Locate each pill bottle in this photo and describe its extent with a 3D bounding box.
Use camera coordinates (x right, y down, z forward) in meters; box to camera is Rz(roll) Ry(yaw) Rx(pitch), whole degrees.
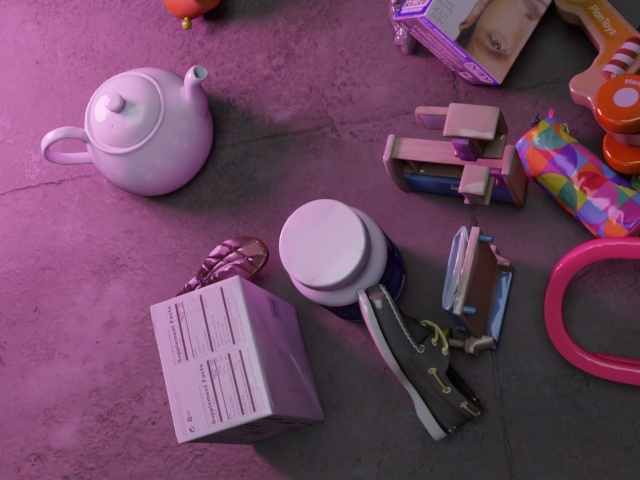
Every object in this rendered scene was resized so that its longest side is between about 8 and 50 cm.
[{"bbox_3d":[0.037,0.034,1.177,0.153,0.264,0.153,-4,75,15],"label":"pill bottle"}]

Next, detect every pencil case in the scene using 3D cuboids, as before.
[{"bbox_3d":[0.401,-0.093,1.193,0.104,0.104,0.236,-42,70,3],"label":"pencil case"}]

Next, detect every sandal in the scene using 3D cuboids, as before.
[{"bbox_3d":[-0.169,0.075,1.345,0.219,0.060,0.090,-47,62,16],"label":"sandal"}]

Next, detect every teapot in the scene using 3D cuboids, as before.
[{"bbox_3d":[-0.331,-0.208,1.392,0.252,0.187,0.256,25,85,21],"label":"teapot"}]

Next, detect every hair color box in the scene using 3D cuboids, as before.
[{"bbox_3d":[0.291,-0.443,1.259,0.339,0.185,0.110,-58,26,-2],"label":"hair color box"}]

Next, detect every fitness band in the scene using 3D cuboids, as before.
[{"bbox_3d":[0.468,0.100,1.107,0.290,0.054,0.209,5,100,17],"label":"fitness band"}]

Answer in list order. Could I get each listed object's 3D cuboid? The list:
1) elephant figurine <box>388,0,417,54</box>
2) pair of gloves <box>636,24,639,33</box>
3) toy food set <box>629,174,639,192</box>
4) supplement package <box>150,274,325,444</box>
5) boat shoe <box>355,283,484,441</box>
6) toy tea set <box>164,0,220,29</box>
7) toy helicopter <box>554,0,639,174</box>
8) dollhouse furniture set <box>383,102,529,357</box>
[{"bbox_3d":[0.167,-0.483,1.343,0.169,0.186,0.239,-28,75,-20],"label":"elephant figurine"},{"bbox_3d":[0.556,-0.331,1.252,0.074,0.010,0.083,-37,68,5],"label":"pair of gloves"},{"bbox_3d":[0.519,-0.082,1.194,0.083,0.020,0.083,38,89,21],"label":"toy food set"},{"bbox_3d":[-0.118,0.192,1.185,0.145,0.262,0.204,-20,71,10],"label":"supplement package"},{"bbox_3d":[0.144,0.165,1.117,0.091,0.305,0.109,-27,32,7],"label":"boat shoe"},{"bbox_3d":[-0.231,-0.575,1.477,0.124,0.200,0.336,9,61,50],"label":"toy tea set"},{"bbox_3d":[0.468,-0.287,1.150,0.235,0.140,0.355,-28,55,11],"label":"toy helicopter"},{"bbox_3d":[0.164,-0.004,1.146,0.198,0.286,0.304,8,75,26],"label":"dollhouse furniture set"}]
